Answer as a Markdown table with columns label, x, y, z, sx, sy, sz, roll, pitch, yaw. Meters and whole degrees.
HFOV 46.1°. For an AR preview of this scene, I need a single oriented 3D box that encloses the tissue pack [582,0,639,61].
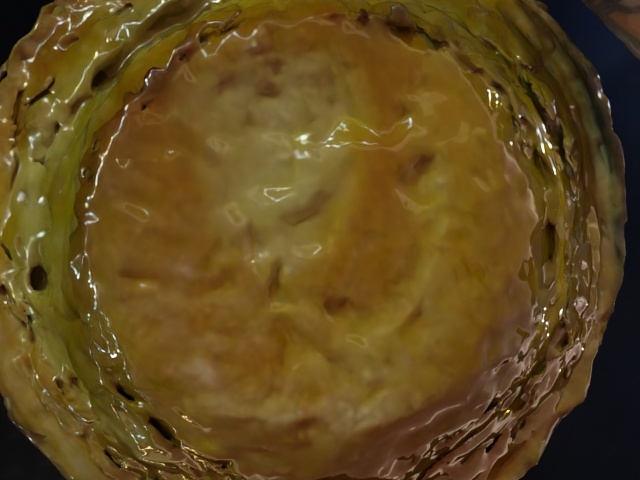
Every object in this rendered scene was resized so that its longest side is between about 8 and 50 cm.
| label | x | y | z | sx | sy | sz | roll | pitch | yaw |
| --- | --- | --- | --- | --- | --- | --- | --- | --- | --- |
| tissue pack | 0.221 | -0.190 | 0.477 | 0.155 | 0.065 | 0.115 | 33 | -38 | -29 |

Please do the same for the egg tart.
| label | x | y | z | sx | sy | sz | roll | pitch | yaw |
| --- | --- | --- | --- | --- | --- | --- | --- | --- | --- |
| egg tart | 0.000 | 0.000 | 0.453 | 0.443 | 0.178 | 0.443 | 0 | -87 | -6 |
